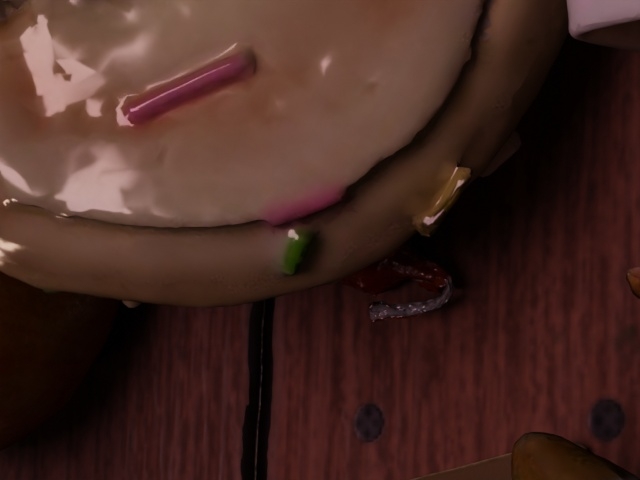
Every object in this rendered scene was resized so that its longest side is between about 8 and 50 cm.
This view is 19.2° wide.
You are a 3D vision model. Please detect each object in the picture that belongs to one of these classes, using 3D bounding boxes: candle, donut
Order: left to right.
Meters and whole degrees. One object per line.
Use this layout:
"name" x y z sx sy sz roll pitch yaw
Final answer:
"donut" -0.032 -0.136 0.861 0.307 0.150 0.371 28 84 10
"candle" 0.000 0.000 0.932 0.162 0.048 0.053 20 124 38

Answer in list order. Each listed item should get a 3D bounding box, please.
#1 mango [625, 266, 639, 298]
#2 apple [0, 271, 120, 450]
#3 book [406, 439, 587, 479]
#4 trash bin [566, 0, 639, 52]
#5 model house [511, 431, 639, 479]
"mango" 0.252 0.017 0.666 0.317 0.119 0.176 7 110 35
"apple" -0.245 -0.005 1.008 0.264 0.264 0.264 -9 76 38
"book" 0.009 0.232 0.899 0.310 0.021 0.217 -19 69 35
"trash bin" 0.213 -0.254 0.692 0.296 0.256 0.368 -5 84 37
"model house" 0.127 0.189 0.688 0.291 0.184 0.253 56 137 37
